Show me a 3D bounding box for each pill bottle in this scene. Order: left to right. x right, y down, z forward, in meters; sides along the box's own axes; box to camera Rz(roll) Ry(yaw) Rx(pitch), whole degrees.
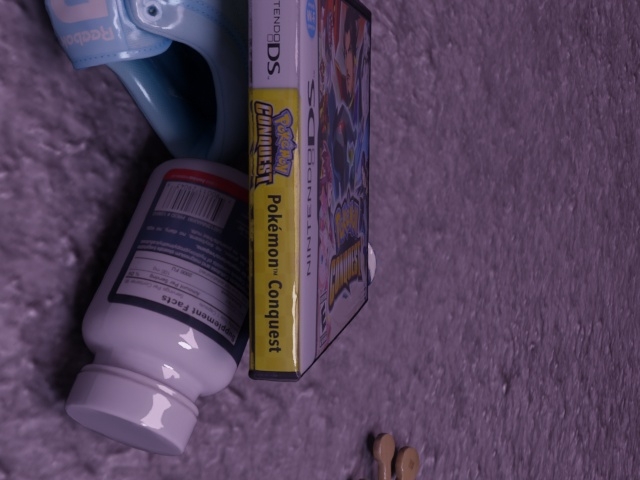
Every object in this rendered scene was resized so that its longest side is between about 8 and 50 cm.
[{"bbox_3d":[-0.097,0.045,0.622,0.108,0.108,0.180,48,53,-43],"label":"pill bottle"}]

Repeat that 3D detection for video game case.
[{"bbox_3d":[0.001,-0.055,0.657,0.275,0.035,0.248,-28,119,-76],"label":"video game case"}]

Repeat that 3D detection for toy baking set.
[{"bbox_3d":[0.044,0.302,0.891,0.256,0.030,0.197,-32,113,-51],"label":"toy baking set"}]

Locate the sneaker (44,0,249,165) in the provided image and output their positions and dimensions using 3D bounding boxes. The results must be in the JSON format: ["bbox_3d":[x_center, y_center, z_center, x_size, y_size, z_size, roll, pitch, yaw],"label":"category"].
[{"bbox_3d":[-0.120,-0.188,0.569,0.366,0.135,0.150,54,43,-39],"label":"sneaker"}]

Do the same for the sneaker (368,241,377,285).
[{"bbox_3d":[0.000,0.000,0.821,0.058,0.052,0.135,-51,122,-30],"label":"sneaker"}]
